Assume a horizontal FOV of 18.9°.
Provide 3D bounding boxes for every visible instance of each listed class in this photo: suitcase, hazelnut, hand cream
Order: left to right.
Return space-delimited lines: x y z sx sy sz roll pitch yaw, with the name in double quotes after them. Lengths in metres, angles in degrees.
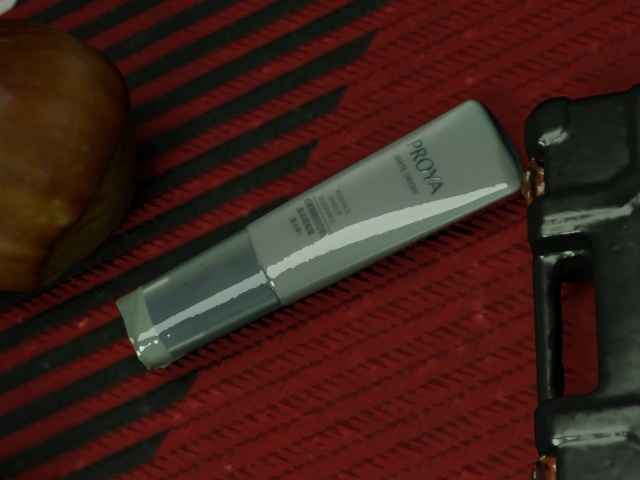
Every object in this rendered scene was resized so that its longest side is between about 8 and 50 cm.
-0.203 -0.051 1.190 0.182 0.182 0.182 -10 59 18 "hazelnut"
0.000 0.000 1.142 0.255 0.048 0.079 -29 54 5 "hand cream"
0.212 0.041 1.018 0.206 0.066 0.286 -9 59 17 "suitcase"

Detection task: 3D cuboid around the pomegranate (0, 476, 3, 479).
-0.278 0.195 1.087 0.224 0.181 0.181 -33 52 27 "pomegranate"
